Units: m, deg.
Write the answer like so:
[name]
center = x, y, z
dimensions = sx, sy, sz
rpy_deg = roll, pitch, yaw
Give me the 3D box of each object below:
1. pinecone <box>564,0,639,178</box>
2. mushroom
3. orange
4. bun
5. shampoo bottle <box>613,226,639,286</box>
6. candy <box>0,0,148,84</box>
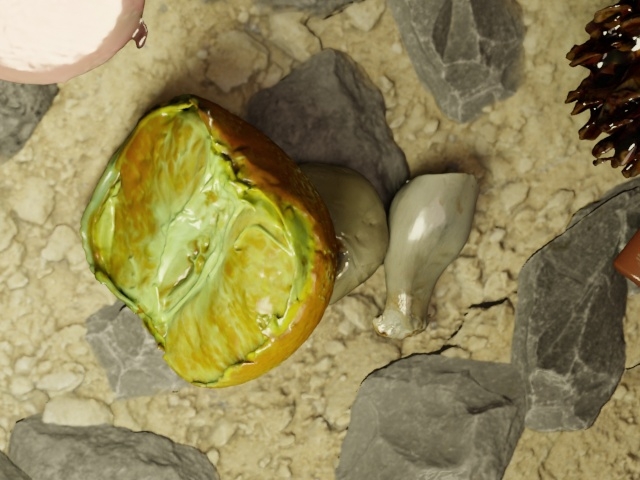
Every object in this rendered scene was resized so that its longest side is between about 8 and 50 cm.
[pinecone]
center = 0.436, -0.187, 1.844
dimensions = 0.298, 0.242, 0.296
rpy_deg = -9, 108, -18
[mushroom]
center = 0.124, 0.017, 1.911
dimensions = 0.116, 0.093, 0.225
rpy_deg = 11, 100, -39
[orange]
center = -0.118, 0.003, 1.754
dimensions = 0.334, 0.196, 0.262
rpy_deg = 42, 102, 21
[bun]
center = 0.000, 0.000, 1.859
dimensions = 0.166, 0.113, 0.173
rpy_deg = -2, 107, -13
[shampoo bottle]
center = 0.473, -0.039, 1.991
dimensions = 0.085, 0.085, 0.244
rpy_deg = 37, 94, -22
[candy]
center = -0.299, -0.283, 1.673
dimensions = 0.255, 0.094, 0.255
rpy_deg = -4, 123, -6
